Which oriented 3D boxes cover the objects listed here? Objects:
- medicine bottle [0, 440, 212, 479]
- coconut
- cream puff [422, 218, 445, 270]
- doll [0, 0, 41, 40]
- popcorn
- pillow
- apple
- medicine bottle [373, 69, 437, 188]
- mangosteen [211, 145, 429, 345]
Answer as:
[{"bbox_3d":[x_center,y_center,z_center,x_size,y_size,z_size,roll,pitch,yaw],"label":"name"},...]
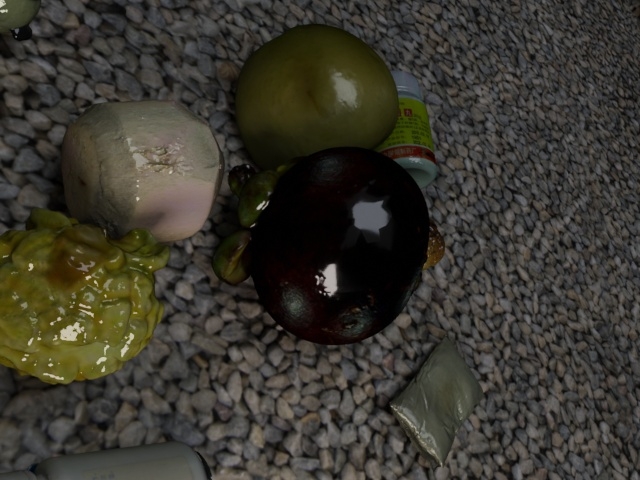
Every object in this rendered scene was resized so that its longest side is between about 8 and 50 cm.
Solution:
[{"bbox_3d":[-0.268,0.316,0.859,0.258,0.143,0.143,5,65,-40],"label":"medicine bottle"},{"bbox_3d":[-0.239,-0.101,1.058,0.234,0.224,0.224,-8,73,-30],"label":"coconut"},{"bbox_3d":[0.180,0.002,1.444,0.133,0.104,0.119,-23,91,-44],"label":"cream puff"},{"bbox_3d":[-0.497,-0.385,1.038,0.234,0.144,0.135,28,59,-28],"label":"doll"},{"bbox_3d":[-0.308,0.059,0.911,0.235,0.181,0.216,32,88,-4],"label":"popcorn"},{"bbox_3d":[0.219,0.291,1.359,0.148,0.050,0.230,58,42,-7],"label":"pillow"},{"bbox_3d":[0.006,-0.258,1.334,0.295,0.233,0.257,-28,90,-46],"label":"apple"},{"bbox_3d":[0.153,-0.216,1.505,0.139,0.139,0.225,13,60,-36],"label":"medicine bottle"},{"bbox_3d":[0.013,0.004,1.163,0.330,0.330,0.329,20,56,-32],"label":"mangosteen"}]
